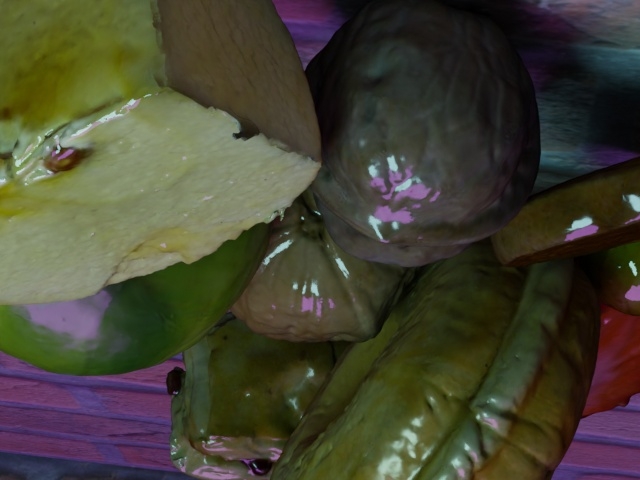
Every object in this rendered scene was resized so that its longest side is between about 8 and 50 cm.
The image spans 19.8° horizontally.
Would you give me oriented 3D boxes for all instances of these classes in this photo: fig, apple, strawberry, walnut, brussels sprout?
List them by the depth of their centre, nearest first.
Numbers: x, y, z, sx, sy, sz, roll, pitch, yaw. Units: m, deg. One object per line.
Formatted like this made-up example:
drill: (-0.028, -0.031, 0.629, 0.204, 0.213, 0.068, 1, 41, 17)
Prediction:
apple: (-0.189, -0.093, 1.357, 0.309, 0.252, 0.314, -25, 106, 29)
walnut: (0.076, -0.084, 1.461, 0.224, 0.224, 0.224, 7, 163, 2)
brussels sprout: (-0.209, -0.043, 1.614, 0.344, 0.344, 0.268, 12, 172, -14)
walnut: (0.000, 0.000, 1.778, 0.228, 0.228, 0.228, 7, 163, 2)
fig: (0.331, 0.013, 1.821, 0.153, 0.136, 0.120, -31, 105, 22)
strawberry: (0.273, 0.094, 2.076, 0.265, 0.149, 0.336, -1, 152, -21)

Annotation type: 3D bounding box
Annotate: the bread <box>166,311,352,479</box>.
bread: (0.007, 0.147, 2.132, 0.370, 0.314, 0.191, 18, 142, -27)

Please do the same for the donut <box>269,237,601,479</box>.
donut: (0.112, 0.174, 1.807, 0.198, 0.449, 0.449, 33, 158, -6)

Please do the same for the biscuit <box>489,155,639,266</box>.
biscuit: (0.328, -0.047, 1.563, 0.381, 0.074, 0.359, -17, 177, 0)
